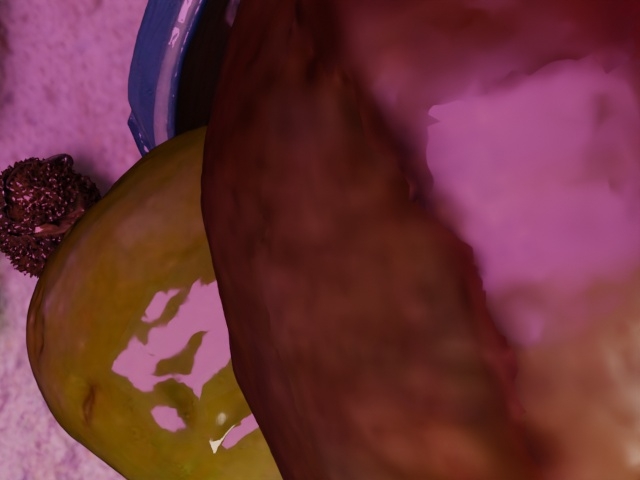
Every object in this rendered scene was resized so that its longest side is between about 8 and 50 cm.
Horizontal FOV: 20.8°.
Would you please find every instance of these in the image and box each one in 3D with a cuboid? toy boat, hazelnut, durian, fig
[{"bbox_3d":[-0.040,-0.114,0.970,0.102,0.088,0.215,31,113,16],"label":"toy boat"},{"bbox_3d":[0.157,-0.017,0.687,0.421,0.353,0.420,0,93,2],"label":"hazelnut"},{"bbox_3d":[-0.170,-0.014,1.079,0.080,0.080,0.091,65,162,2],"label":"durian"},{"bbox_3d":[-0.028,0.007,0.920,0.233,0.233,0.314,21,102,24],"label":"fig"}]
